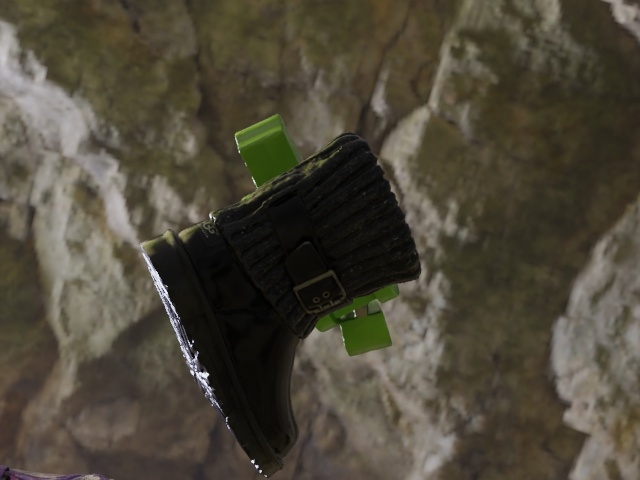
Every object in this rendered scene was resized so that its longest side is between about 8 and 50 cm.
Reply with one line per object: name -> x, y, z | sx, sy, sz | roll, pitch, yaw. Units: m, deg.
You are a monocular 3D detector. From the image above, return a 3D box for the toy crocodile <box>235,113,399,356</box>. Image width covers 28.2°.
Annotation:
toy crocodile -> 0.000, 0.000, 1.578 | 0.340, 0.115, 0.105 | 58, -168, -17

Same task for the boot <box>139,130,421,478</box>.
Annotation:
boot -> -0.014, 0.077, 1.338 | 0.260, 0.348, 0.131 | -27, -139, -12

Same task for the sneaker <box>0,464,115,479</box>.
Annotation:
sneaker -> -0.321, 0.285, 1.379 | 0.236, 0.095, 0.104 | -13, 131, 35
